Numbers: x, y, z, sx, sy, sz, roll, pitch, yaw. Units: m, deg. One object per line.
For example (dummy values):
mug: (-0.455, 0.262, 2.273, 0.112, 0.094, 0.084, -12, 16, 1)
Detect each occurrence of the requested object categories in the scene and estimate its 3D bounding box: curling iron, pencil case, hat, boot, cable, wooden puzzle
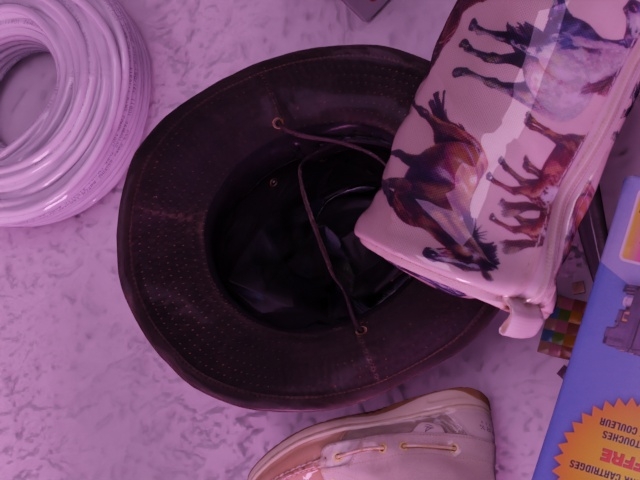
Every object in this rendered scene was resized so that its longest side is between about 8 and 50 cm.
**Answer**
curling iron: (0.208, -0.090, 1.516, 0.035, 0.068, 0.274, -17, 76, 16)
pencil case: (0.176, -0.135, 1.377, 0.183, 0.160, 0.410, 22, 87, 49)
hat: (0.000, 0.000, 1.531, 0.331, 0.134, 0.331, -1, 74, 2)
boot: (0.048, 0.221, 1.466, 0.213, 0.077, 0.165, -20, 54, 12)
cable: (-0.281, -0.133, 1.706, 0.257, 0.089, 0.257, -12, 73, 18)
wooden puzzle: (0.205, 0.073, 1.498, 0.049, 0.006, 0.083, 13, 82, 25)

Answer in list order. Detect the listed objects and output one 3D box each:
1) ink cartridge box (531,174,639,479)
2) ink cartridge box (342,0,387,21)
ink cartridge box: (0.304, 0.180, 1.356, 0.270, 0.151, 0.395, 15, 84, 25)
ink cartridge box: (0.039, -0.369, 1.575, 0.270, 0.198, 0.197, -46, 65, 5)
